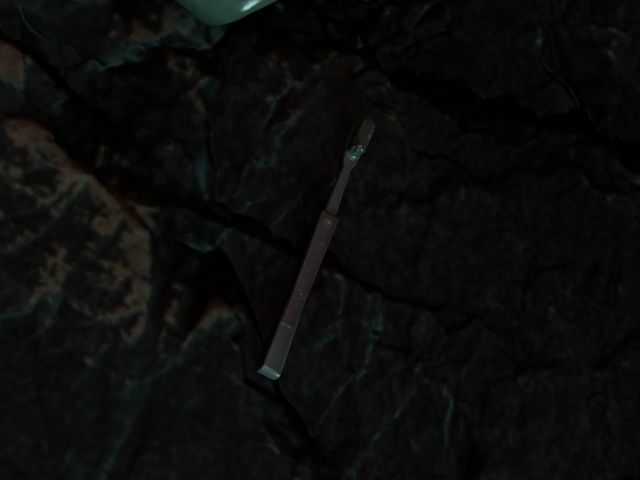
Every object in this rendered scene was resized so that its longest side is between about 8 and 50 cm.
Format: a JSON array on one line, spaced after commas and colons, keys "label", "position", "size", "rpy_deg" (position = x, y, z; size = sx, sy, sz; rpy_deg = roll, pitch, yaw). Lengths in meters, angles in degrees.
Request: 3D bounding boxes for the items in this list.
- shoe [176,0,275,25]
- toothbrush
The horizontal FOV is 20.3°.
[{"label": "shoe", "position": [-0.064, -0.189, 1.131], "size": [0.251, 0.103, 0.100], "rpy_deg": [15, 112, -12]}, {"label": "toothbrush", "position": [-0.001, 0.001, 1.146], "size": [0.014, 0.017, 0.194], "rpy_deg": [28, 66, -14]}]
